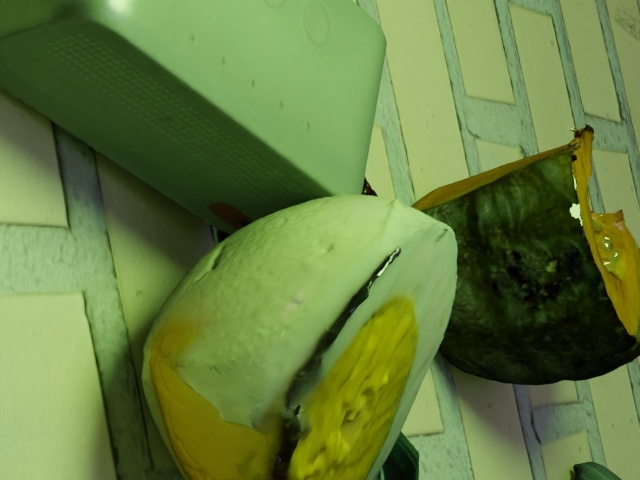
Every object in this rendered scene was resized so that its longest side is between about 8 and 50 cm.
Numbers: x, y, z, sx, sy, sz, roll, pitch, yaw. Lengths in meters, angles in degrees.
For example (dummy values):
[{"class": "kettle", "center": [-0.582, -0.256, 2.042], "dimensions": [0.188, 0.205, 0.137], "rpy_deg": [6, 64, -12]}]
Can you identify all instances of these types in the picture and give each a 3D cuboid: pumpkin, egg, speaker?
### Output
[{"class": "pumpkin", "center": [0.244, 0.033, 2.177], "dimensions": [0.303, 0.225, 0.256], "rpy_deg": [57, 29, -31]}, {"class": "egg", "center": [-0.031, 0.089, 1.616], "dimensions": [0.337, 0.201, 0.337], "rpy_deg": [-53, 161, -27]}, {"class": "speaker", "center": [-0.115, -0.163, 1.611], "dimensions": [0.406, 0.183, 0.184], "rpy_deg": [35, 51, -46]}]

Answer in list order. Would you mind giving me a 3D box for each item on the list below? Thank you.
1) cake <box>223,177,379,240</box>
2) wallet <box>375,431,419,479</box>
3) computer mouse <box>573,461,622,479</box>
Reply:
[{"class": "cake", "center": [0.004, 0.010, 1.852], "dimensions": [0.246, 0.112, 0.135], "rpy_deg": [54, 36, -42]}, {"class": "wallet", "center": [0.033, 0.227, 1.862], "dimensions": [0.236, 0.055, 0.160], "rpy_deg": [47, 45, -45]}, {"class": "computer mouse", "center": [0.413, 0.452, 2.417], "dimensions": [0.203, 0.114, 0.374], "rpy_deg": [-23, 97, -63]}]
